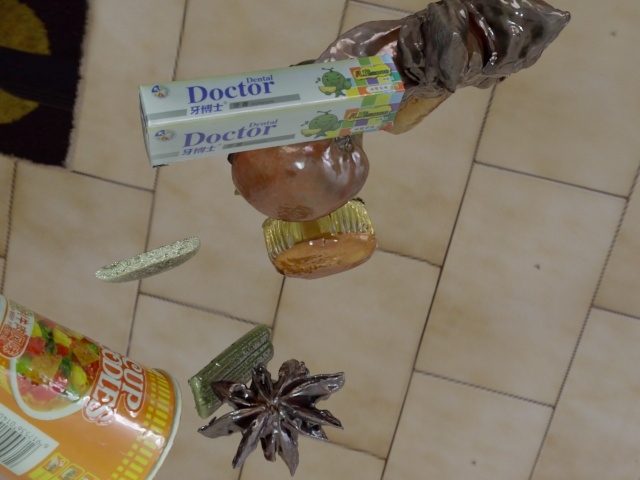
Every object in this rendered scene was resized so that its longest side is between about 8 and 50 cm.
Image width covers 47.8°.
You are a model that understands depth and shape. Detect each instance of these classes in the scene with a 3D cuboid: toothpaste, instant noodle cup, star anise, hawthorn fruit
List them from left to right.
[{"bbox_3d":[-0.247,0.141,0.636,0.168,0.168,0.185,-36,123,15],"label":"instant noodle cup"},{"bbox_3d":[-0.029,-0.083,0.455,0.164,0.046,0.034,-11,65,-15],"label":"toothpaste"},{"bbox_3d":[-0.084,0.312,1.320,0.283,0.212,0.129,-20,145,-12],"label":"star anise"},{"bbox_3d":[-0.052,-0.118,1.084,0.251,0.199,0.199,-22,101,38],"label":"hawthorn fruit"},{"bbox_3d":[0.133,-0.213,0.830,0.316,0.315,0.108,-12,100,10],"label":"star anise"}]

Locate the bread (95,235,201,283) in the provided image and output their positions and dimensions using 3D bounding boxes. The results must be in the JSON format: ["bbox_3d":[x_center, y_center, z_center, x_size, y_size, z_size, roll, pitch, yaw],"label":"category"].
[{"bbox_3d":[-0.309,0.047,1.340,0.193,0.112,0.036,-19,80,-8],"label":"bread"}]

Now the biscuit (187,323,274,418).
[{"bbox_3d":[-0.173,0.265,1.512,0.038,0.322,0.099,-4,102,24],"label":"biscuit"}]

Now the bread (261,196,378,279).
[{"bbox_3d":[0.000,0.000,1.253,0.191,0.132,0.114,-18,64,6],"label":"bread"}]

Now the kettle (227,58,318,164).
[{"bbox_3d":[-0.044,-0.246,1.513,0.207,0.251,0.271,27,101,4],"label":"kettle"}]

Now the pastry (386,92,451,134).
[{"bbox_3d":[0.239,-0.381,1.596,0.356,0.356,0.164,-40,97,15],"label":"pastry"}]
